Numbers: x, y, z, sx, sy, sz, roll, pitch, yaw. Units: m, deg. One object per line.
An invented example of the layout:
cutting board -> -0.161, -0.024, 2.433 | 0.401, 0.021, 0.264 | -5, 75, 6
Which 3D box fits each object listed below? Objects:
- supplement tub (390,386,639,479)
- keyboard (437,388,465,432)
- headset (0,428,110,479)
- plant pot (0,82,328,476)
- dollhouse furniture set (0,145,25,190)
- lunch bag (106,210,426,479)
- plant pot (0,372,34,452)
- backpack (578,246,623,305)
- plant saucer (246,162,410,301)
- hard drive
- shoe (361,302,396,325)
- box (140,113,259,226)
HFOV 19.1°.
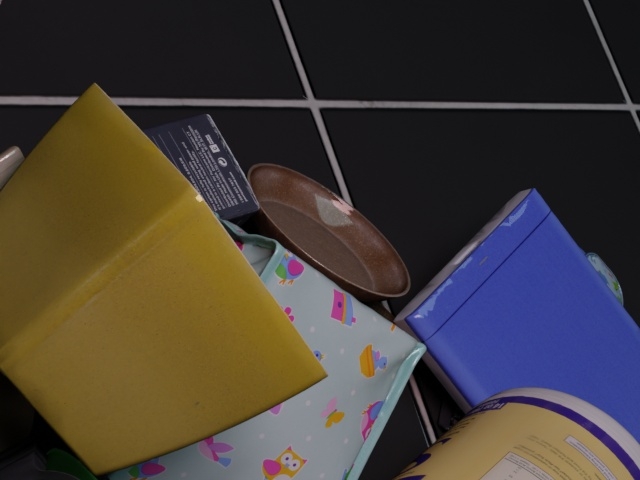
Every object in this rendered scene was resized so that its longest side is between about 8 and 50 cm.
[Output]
supplement tub -> 0.141, 0.303, 1.689 | 0.241, 0.241, 0.331 | 53, 45, 3
keyboard -> 0.182, 0.144, 1.977 | 0.108, 0.023, 0.180 | 30, 49, -18
headset -> -0.193, 0.300, 1.379 | 0.243, 0.185, 0.394 | 59, 5, -19
plant pot -> -0.156, 0.046, 1.431 | 0.212, 0.187, 0.212 | 44, -10, 52
dollhouse furniture set -> -0.376, -0.013, 1.571 | 0.174, 0.303, 0.356 | -40, 119, -29
lunch bag -> -0.069, 0.143, 1.654 | 0.223, 0.160, 0.262 | 35, 83, -38
plant pot -> -0.361, 0.110, 1.456 | 0.274, 0.256, 0.257 | 25, 47, -45
backpack -> 0.276, 0.061, 2.053 | 0.105, 0.084, 0.114 | 49, 33, -25
plant saucer -> 0.000, 0.000, 1.882 | 0.198, 0.036, 0.198 | 34, 20, -14
hard drive -> 0.241, 0.135, 1.934 | 0.210, 0.040, 0.319 | -44, 103, -26
shoe -> -0.002, 0.069, 1.871 | 0.219, 0.058, 0.076 | 29, 21, -24
box -> -0.187, -0.015, 1.710 | 0.207, 0.153, 0.108 | -18, 74, -43
